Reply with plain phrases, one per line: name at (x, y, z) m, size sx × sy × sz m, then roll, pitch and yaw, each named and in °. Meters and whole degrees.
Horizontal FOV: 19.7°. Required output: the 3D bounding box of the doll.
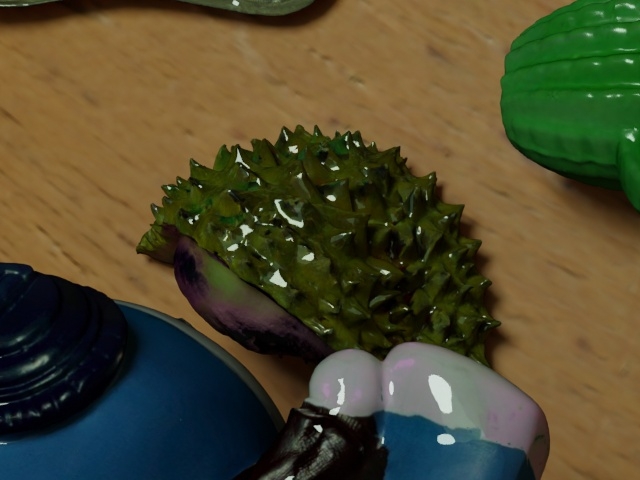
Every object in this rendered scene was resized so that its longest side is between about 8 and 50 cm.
doll at (-0.073, 0.140, 0.768) m, size 0.310 × 0.284 × 0.240 m, roll 14°, pitch 40°, yaw 24°

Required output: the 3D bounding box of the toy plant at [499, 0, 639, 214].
toy plant at (0.188, -0.058, 0.778) m, size 0.240 × 0.088 × 0.154 m, roll 25°, pitch 59°, yaw 41°

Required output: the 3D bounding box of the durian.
durian at (-0.002, 0.000, 0.842) m, size 0.187 × 0.108 × 0.119 m, roll 35°, pitch 91°, yaw 21°

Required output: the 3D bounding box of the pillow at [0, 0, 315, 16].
pillow at (-0.091, -0.178, 0.950) m, size 0.218 × 0.033 × 0.130 m, roll 3°, pitch 80°, yaw 18°
